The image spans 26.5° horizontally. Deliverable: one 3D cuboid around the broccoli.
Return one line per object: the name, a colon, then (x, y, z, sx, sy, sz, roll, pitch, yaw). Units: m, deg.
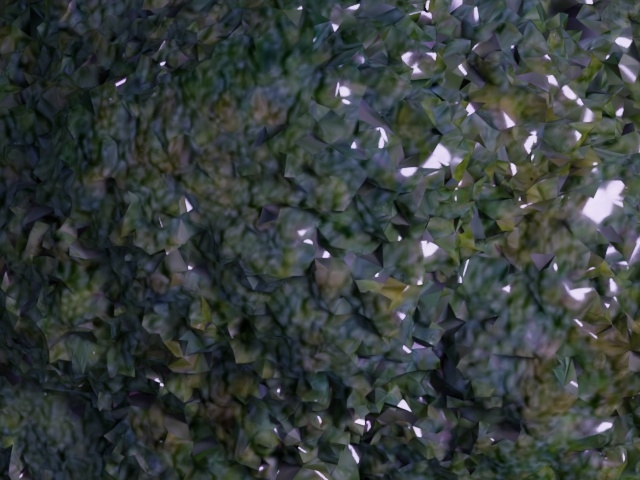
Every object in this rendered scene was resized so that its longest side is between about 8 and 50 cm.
broccoli: (-0.003, -0.008, 0.503, 0.413, 0.310, 0.321, -23, 111, 7)
